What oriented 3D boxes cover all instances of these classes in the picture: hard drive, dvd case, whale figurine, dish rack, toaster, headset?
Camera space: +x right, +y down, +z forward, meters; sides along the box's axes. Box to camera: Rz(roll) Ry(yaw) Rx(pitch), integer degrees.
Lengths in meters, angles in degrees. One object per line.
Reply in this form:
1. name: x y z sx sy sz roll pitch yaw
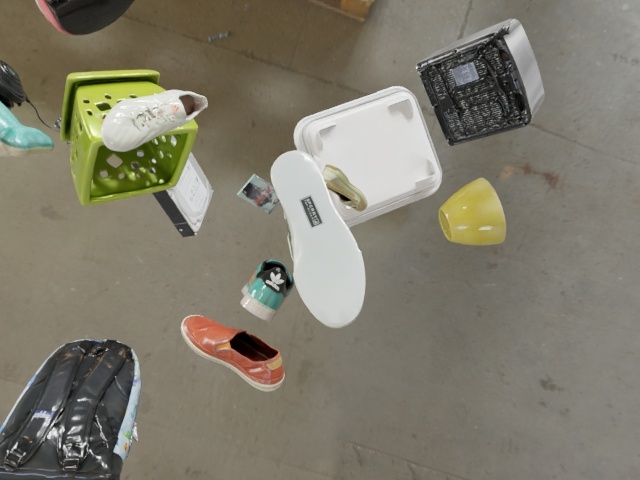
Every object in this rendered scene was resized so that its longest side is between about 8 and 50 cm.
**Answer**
1. hard drive: -0.476 -0.209 1.749 0.064 0.339 0.237 -9 43 18
2. dvd case: -0.174 -0.137 1.578 0.119 0.013 0.087 30 120 -28
3. whale figurine: -0.670 -0.241 1.043 0.272 0.216 0.141 15 105 10
4. dish rack: 0.128 -0.204 1.266 0.332 0.072 0.286 -22 96 -12
5. toaster: 0.284 -0.273 0.914 0.110 0.185 0.168 -46 115 -39
6. headset: -0.762 -0.297 1.220 0.243 0.394 0.185 -47 64 24

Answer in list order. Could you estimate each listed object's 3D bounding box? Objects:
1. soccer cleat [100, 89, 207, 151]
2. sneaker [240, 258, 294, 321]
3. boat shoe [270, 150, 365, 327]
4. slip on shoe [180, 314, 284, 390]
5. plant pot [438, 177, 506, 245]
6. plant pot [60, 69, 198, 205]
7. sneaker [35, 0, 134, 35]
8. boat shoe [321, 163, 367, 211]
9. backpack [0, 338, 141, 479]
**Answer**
1. soccer cleat: -0.250 -0.190 0.803 0.076 0.196 0.068 2 120 25
2. sneaker: -0.116 0.108 1.255 0.108 0.302 0.121 34 88 -7
3. boat shoe: 0.000 0.000 0.617 0.077 0.070 0.219 -16 67 0
4. slip on shoe: -0.229 0.269 1.382 0.331 0.123 0.101 24 120 27
5. plant pot: 0.289 -0.045 1.039 0.095 0.134 0.134 -18 87 -2
6. plant pot: -0.427 -0.235 1.137 0.228 0.227 0.207 -17 69 -37
7. sneaker: -0.211 -0.294 0.355 0.136 0.314 0.116 41 58 7
8. boat shoe: 0.046 -0.098 1.096 0.056 0.153 0.048 22 76 38
9. backpack: -0.557 0.396 1.230 0.290 0.273 0.356 3 51 -5
